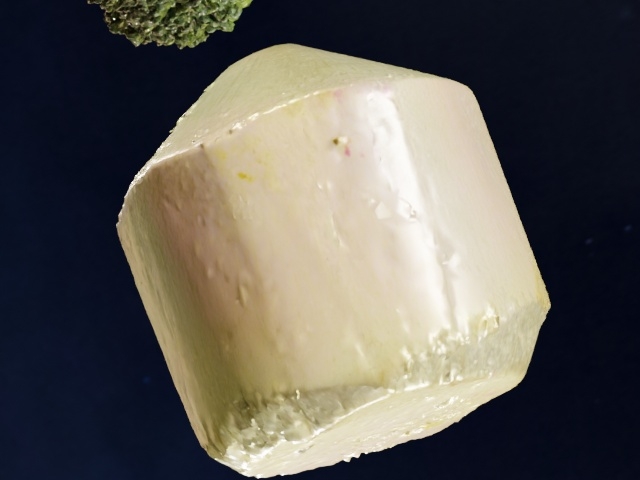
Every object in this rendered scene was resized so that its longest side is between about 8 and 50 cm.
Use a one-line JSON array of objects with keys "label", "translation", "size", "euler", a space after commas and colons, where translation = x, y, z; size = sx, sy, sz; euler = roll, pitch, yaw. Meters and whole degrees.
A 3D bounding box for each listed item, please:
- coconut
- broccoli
[{"label": "coconut", "translation": [0.000, 0.000, 0.472], "size": [0.116, 0.116, 0.122], "euler": [-34, -112, 47]}, {"label": "broccoli", "translation": [-0.061, -0.125, 0.680], "size": [0.095, 0.097, 0.092], "euler": [31, -82, 20]}]
